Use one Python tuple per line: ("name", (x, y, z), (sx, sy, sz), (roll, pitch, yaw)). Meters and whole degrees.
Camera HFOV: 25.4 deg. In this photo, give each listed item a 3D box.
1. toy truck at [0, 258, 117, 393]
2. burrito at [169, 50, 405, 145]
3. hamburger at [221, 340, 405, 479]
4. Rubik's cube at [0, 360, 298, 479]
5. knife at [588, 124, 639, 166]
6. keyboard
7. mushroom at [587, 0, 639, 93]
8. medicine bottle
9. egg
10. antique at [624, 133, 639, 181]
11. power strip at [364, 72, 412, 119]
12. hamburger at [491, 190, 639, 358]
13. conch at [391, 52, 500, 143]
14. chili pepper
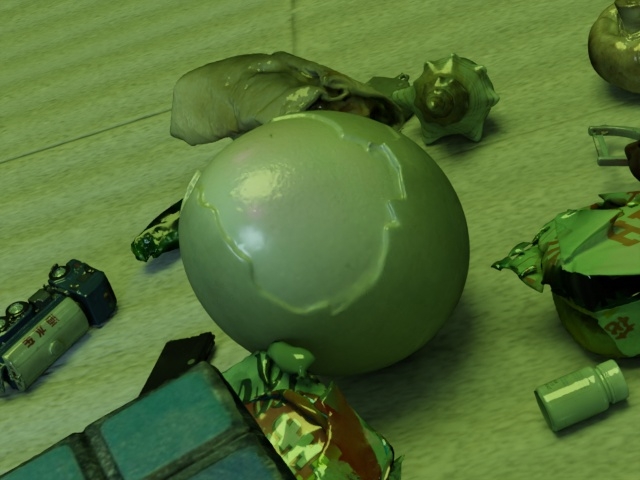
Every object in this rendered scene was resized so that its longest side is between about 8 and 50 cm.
("toy truck", (-0.345, 0.108, 1.777), (0.088, 0.074, 0.202), (15, 47, 38))
("burrito", (-0.067, -0.185, 1.899), (0.190, 0.135, 0.332), (-38, 36, -24))
("hamburger", (-0.038, 0.243, 1.347), (0.260, 0.150, 0.276), (-32, 45, 16))
("Rubik's cube", (-0.111, 0.356, 0.988), (0.363, 0.359, 0.362), (-25, 33, -7))
("knife", (0.463, -0.140, 1.690), (0.278, 0.053, 0.123), (-14, 28, 10))
("keyboard", (-0.182, 0.188, 1.609), (0.072, 0.023, 0.231), (-13, 31, 27))
("mushroom", (0.427, -0.265, 1.832), (0.166, 0.127, 0.166), (-10, 36, 7))
("medicine bottle", (0.254, 0.150, 1.378), (0.083, 0.047, 0.047), (-22, 31, -3))
("egg", (0.000, 0.000, 1.467), (0.278, 0.336, 0.278), (-5, 79, 27))
("antique", (0.448, -0.080, 1.526), (0.121, 0.143, 0.257), (-40, 34, -25))
("power strip", (0.031, -0.140, 1.952), (0.078, 0.052, 0.272), (14, 47, 43))
("hamburger", (0.300, 0.031, 1.463), (0.235, 0.125, 0.214), (-16, 26, 3))
("conch", (0.167, -0.181, 1.894), (0.137, 0.114, 0.234), (-9, -3, 2))
("chili pepper", (-0.159, -0.035, 1.897), (0.216, 0.062, 0.108), (-38, 35, -21))
